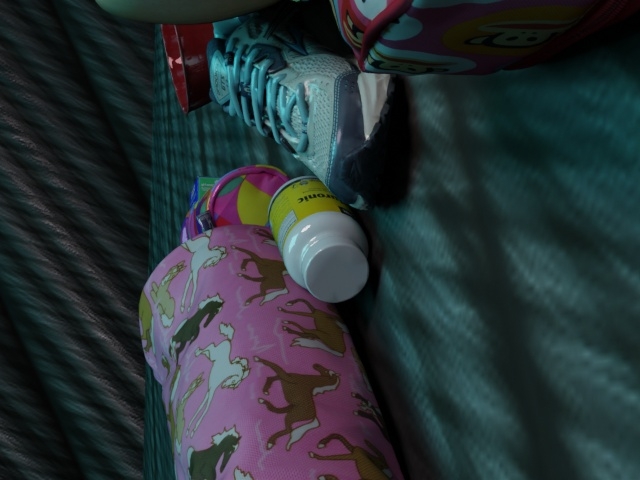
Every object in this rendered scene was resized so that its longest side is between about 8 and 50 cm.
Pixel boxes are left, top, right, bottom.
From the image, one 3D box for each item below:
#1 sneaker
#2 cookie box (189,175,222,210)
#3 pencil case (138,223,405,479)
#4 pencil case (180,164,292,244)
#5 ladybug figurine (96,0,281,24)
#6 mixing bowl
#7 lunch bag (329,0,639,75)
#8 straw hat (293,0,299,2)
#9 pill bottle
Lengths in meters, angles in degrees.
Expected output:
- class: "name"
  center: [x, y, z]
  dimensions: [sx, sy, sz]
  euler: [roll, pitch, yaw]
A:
- class: "sneaker"
  center: [-0.025, -0.106, 0.783]
  dimensions: [0.283, 0.122, 0.110]
  euler: [-112, 27, -59]
- class: "cookie box"
  center: [-0.167, -0.030, 1.513]
  dimensions: [0.092, 0.040, 0.107]
  euler: [135, 135, -70]
- class: "pencil case"
  center: [-0.044, 0.134, 0.750]
  dimensions: [0.386, 0.160, 0.167]
  euler: [-117, 25, -62]
- class: "pencil case"
  center: [-0.087, -0.013, 1.079]
  dimensions: [0.236, 0.104, 0.104]
  euler: [161, 111, -77]
- class: "ladybug figurine"
  center: [-0.063, -0.314, 0.809]
  dimensions: [0.305, 0.162, 0.449]
  euler: [-56, 22, 29]
- class: "mixing bowl"
  center: [-0.138, -0.253, 1.277]
  dimensions: [0.181, 0.098, 0.181]
  euler: [167, 90, -78]
- class: "lunch bag"
  center: [0.058, -0.219, 0.404]
  dimensions: [0.258, 0.120, 0.293]
  euler: [-164, 72, -86]
- class: "straw hat"
  center: [-0.066, -0.304, 1.040]
  dimensions: [0.061, 0.144, 0.144]
  euler: [-58, 9, -12]
- class: "pill bottle"
  center: [0.000, 0.000, 0.786]
  dimensions: [0.116, 0.065, 0.065]
  euler: [-116, 31, -62]
